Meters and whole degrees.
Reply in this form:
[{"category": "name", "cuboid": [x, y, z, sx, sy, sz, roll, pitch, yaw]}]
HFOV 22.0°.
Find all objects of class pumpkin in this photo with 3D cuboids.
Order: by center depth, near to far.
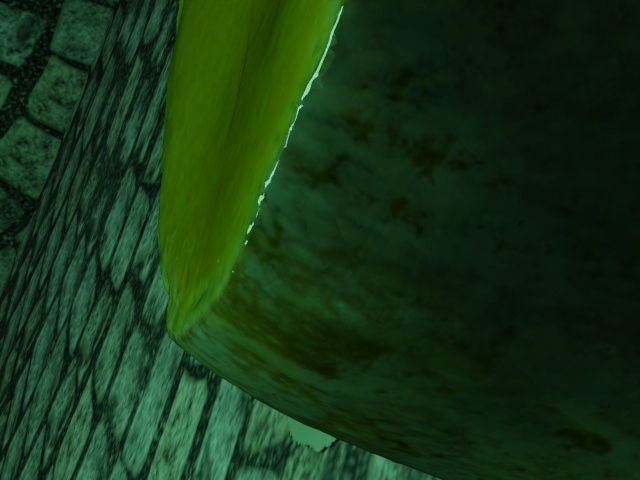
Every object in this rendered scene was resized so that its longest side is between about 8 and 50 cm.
[{"category": "pumpkin", "cuboid": [0.052, -0.082, 0.567, 0.332, 0.199, 0.332, -160, 90, -78]}]

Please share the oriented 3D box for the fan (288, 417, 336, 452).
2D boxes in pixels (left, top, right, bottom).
[{"category": "fan", "cuboid": [-0.001, 0.000, 0.983, 0.415, 0.012, 0.233, -174, 104, -74]}]
